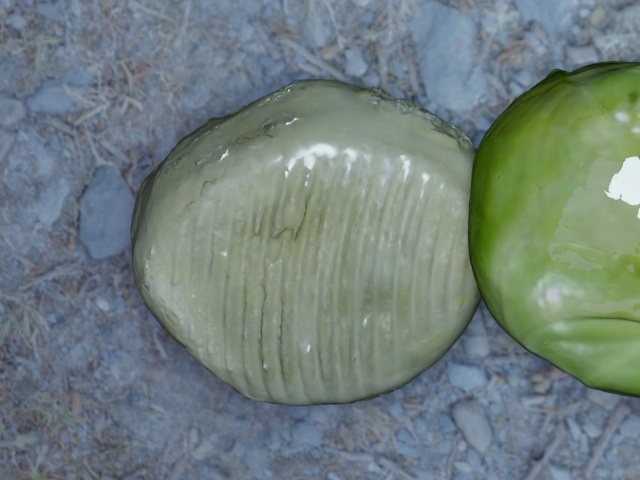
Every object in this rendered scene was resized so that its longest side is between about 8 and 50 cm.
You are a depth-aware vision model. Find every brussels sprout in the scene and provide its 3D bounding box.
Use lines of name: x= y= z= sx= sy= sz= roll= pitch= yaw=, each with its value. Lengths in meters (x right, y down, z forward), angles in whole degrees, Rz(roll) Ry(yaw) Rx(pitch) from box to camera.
brussels sprout: x=0.289 y=-0.023 z=1.464 sx=0.328 sy=0.247 sz=0.328 roll=2 pitch=108 yaw=6

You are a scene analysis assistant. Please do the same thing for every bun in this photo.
bun: x=0.000 y=0.000 z=1.615 sx=0.362 sy=0.234 sz=0.326 roll=-19 pitch=104 yaw=11
